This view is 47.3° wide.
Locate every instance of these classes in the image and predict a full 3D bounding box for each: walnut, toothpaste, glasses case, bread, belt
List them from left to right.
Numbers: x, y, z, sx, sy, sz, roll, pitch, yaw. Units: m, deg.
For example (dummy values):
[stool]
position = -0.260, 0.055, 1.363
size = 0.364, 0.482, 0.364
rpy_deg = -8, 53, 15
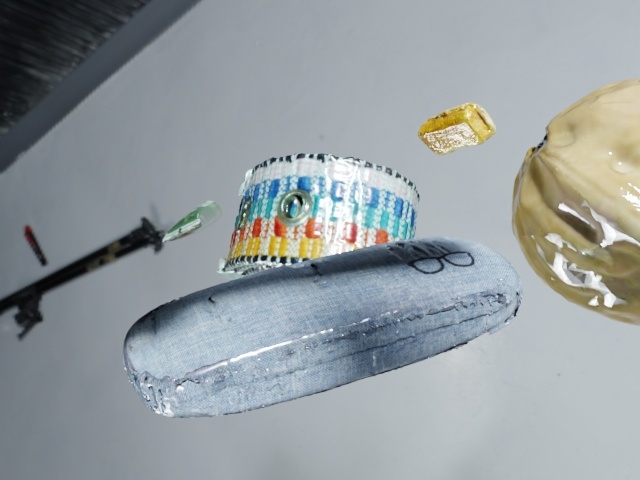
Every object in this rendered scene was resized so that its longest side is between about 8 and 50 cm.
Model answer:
[toothpaste]
position = -0.150, -0.026, 0.904
size = 0.049, 0.204, 0.031
rpy_deg = -27, 97, 6
[belt]
position = 0.000, 0.000, 0.822
size = 0.257, 0.207, 0.150
rpy_deg = 144, 138, -71
[glasses case]
position = 0.007, 0.054, 0.508
size = 0.109, 0.282, 0.067
rpy_deg = -135, 37, -60
[bread]
position = 0.230, -0.187, 1.240
size = 0.132, 0.074, 0.053
rpy_deg = -15, 38, 55
[walnut]
position = 0.481, -0.055, 1.083
size = 0.384, 0.383, 0.383
rpy_deg = -5, 81, 31
